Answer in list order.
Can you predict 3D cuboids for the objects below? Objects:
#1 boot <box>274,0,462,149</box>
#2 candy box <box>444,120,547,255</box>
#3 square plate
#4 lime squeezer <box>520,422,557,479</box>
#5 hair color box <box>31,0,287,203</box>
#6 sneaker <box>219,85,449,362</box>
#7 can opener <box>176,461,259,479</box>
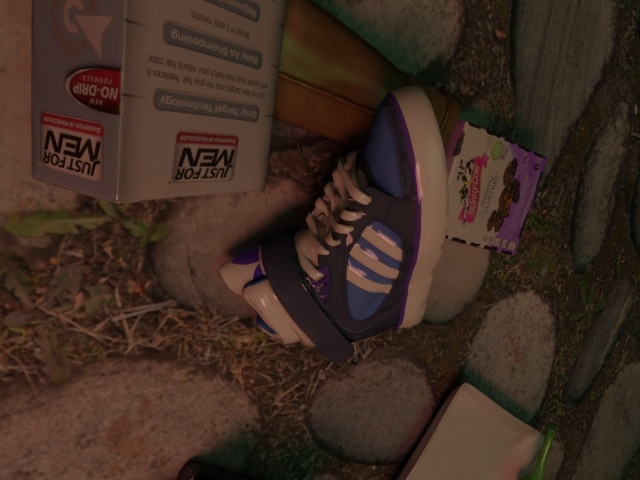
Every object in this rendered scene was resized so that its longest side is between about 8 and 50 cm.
[{"bbox_3d":[0.019,-0.129,0.586,0.270,0.089,0.236,17,97,-29],"label":"boot"},{"bbox_3d":[0.236,-0.076,0.731,0.196,0.070,0.164,11,99,-33],"label":"candy box"},{"bbox_3d":[0.258,0.465,0.924,0.344,0.049,0.347,37,84,-33],"label":"square plate"},{"bbox_3d":[0.434,0.521,1.004,0.110,0.059,0.310,-62,155,-54],"label":"lime squeezer"},{"bbox_3d":[-0.120,-0.228,0.400,0.185,0.114,0.374,-16,117,-59],"label":"hair color box"},{"bbox_3d":[0.000,0.000,0.534,0.237,0.130,0.322,-7,130,-5],"label":"sneaker"},{"bbox_3d":[-0.086,0.394,0.682,0.280,0.074,0.093,41,83,-33],"label":"can opener"}]
